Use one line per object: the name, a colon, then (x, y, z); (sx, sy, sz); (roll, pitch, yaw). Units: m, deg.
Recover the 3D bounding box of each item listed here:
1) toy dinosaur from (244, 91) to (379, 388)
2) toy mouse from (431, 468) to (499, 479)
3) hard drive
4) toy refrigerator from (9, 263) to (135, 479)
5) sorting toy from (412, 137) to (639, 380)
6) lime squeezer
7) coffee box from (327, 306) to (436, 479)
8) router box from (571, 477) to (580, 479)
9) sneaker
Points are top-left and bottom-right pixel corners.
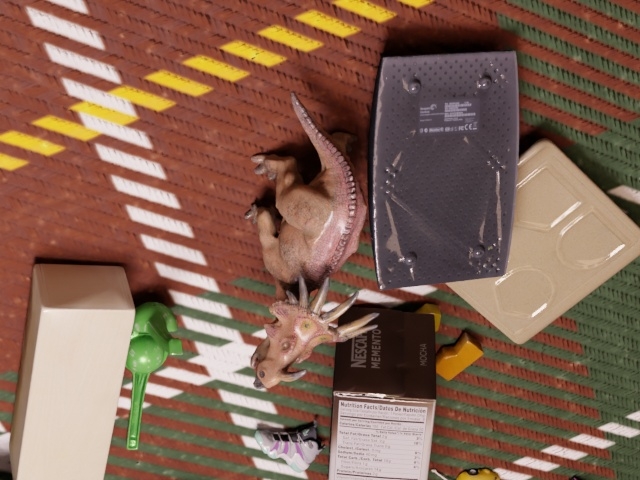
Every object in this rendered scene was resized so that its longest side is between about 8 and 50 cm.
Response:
toy dinosaur: (0.000, 0.000, 1.345); (0.127, 0.200, 0.295); (2, 121, -16)
toy mouse: (0.216, 0.378, 1.753); (0.161, 0.031, 0.143); (2, 122, -17)
hard drive: (0.129, -0.079, 1.377); (0.172, 0.054, 0.254); (-6, 108, -19)
toy refrigerator: (-0.286, 0.158, 1.439); (0.102, 0.094, 0.269); (2, 124, -21)
sorting toy: (0.216, 0.032, 1.529); (0.307, 0.041, 0.229); (-41, 121, 20)
lime squeezer: (-0.190, 0.137, 1.451); (0.059, 0.109, 0.310); (-15, 158, -25)
coffee box: (0.070, 0.249, 1.535); (0.119, 0.168, 0.297); (4, 122, 2)
router box: (0.351, 0.432, 1.816); (0.133, 0.046, 0.179); (31, 110, -30)
sneaker: (-0.033, 0.248, 1.600); (0.069, 0.038, 0.098); (-43, 132, 12)
